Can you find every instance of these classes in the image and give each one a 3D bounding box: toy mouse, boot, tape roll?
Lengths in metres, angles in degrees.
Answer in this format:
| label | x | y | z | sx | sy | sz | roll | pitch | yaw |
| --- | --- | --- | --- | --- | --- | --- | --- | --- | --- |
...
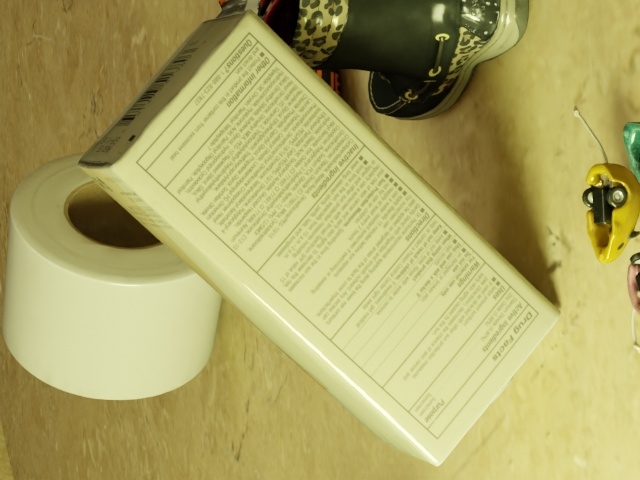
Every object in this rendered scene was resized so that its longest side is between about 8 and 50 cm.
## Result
| label | x | y | z | sx | sy | sz | roll | pitch | yaw |
| --- | --- | --- | --- | --- | --- | --- | --- | --- | --- |
| toy mouse | 0.206 | -0.014 | 1.061 | 0.143 | 0.031 | 0.161 | 164 | 102 | -70 |
| boot | 0.031 | -0.150 | 1.304 | 0.236 | 0.178 | 0.085 | 144 | 121 | -66 |
| tape roll | -0.226 | 0.035 | 1.951 | 0.246 | 0.246 | 0.169 | -116 | 29 | -46 |

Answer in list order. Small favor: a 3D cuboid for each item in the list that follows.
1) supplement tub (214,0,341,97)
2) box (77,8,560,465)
| label | x | y | z | sx | sy | sz | roll | pitch | yaw |
| --- | --- | --- | --- | --- | --- | --- | --- | --- | --- |
| supplement tub | -0.040 | -0.140 | 1.595 | 0.117 | 0.117 | 0.190 | 166 | 100 | -70 |
| box | 0.000 | 0.000 | 1.217 | 0.311 | 0.148 | 0.121 | 45 | 169 | -16 |
